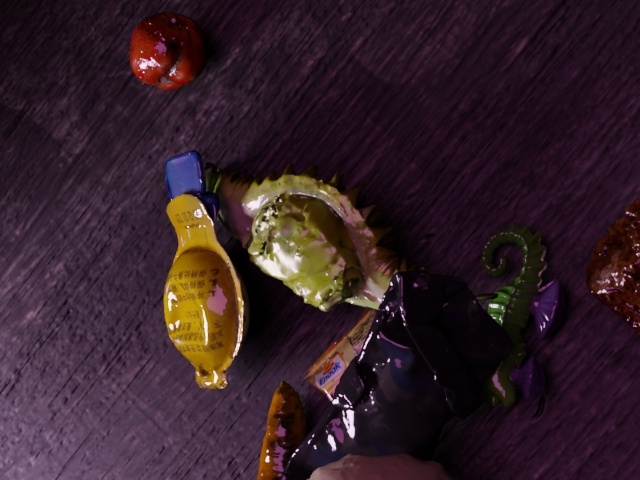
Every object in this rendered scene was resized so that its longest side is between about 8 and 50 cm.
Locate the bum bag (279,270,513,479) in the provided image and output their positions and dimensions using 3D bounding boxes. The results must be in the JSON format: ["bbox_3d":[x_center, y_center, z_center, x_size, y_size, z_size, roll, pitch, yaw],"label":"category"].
[{"bbox_3d":[0.072,0.167,1.590,0.137,0.074,0.310,27,116,-3],"label":"bum bag"}]

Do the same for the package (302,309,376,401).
[{"bbox_3d":[0.050,0.142,1.665,0.108,0.031,0.121,-45,66,13],"label":"package"}]

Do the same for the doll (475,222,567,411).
[{"bbox_3d":[0.181,0.077,1.607,0.115,0.050,0.190,13,84,32],"label":"doll"}]

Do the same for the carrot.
[{"bbox_3d":[-0.042,0.300,1.665,0.066,0.066,0.314,-1,81,24],"label":"carrot"}]

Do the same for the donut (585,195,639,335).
[{"bbox_3d":[0.345,0.056,1.505,0.186,0.144,0.126,42,108,-7],"label":"donut"}]

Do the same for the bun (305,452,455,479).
[{"bbox_3d":[0.066,0.314,1.550,0.259,0.160,0.259,4,116,8],"label":"bun"}]

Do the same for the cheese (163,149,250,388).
[{"bbox_3d":[-0.125,0.031,1.715,0.156,0.064,0.250,-9,90,56],"label":"cheese"}]

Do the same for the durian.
[{"bbox_3d":[0.005,-0.001,1.658,0.375,0.106,0.132,28,88,32],"label":"durian"}]

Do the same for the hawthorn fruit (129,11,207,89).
[{"bbox_3d":[-0.167,-0.203,1.788,0.093,0.093,0.093,-4,81,24],"label":"hawthorn fruit"}]
